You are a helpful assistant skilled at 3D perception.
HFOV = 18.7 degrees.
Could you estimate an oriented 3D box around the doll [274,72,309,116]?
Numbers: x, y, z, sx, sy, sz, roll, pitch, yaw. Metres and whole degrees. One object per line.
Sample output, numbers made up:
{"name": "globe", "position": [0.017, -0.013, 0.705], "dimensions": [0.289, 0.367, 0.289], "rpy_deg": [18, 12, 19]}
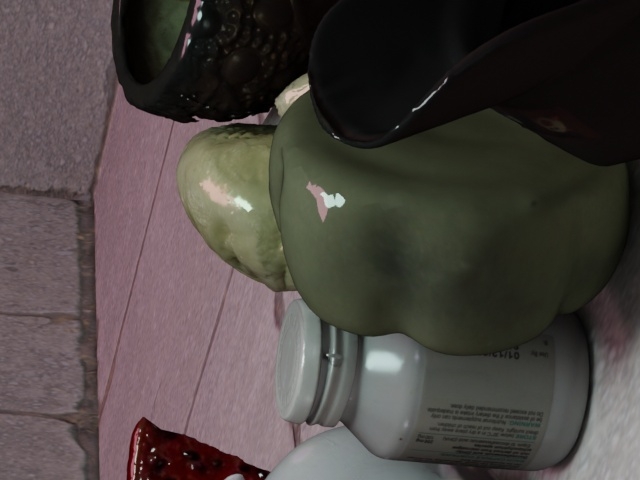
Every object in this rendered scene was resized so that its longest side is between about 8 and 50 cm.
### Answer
{"name": "doll", "position": [0.069, -0.140, 1.735], "dimensions": [0.175, 0.149, 0.278], "rpy_deg": [-52, 9, -18]}

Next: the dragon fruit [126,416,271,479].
{"name": "dragon fruit", "position": [-0.065, 0.338, 2.091], "dimensions": [0.330, 0.240, 0.302], "rpy_deg": [40, -139, -76]}

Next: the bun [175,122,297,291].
{"name": "bun", "position": [-0.021, -0.029, 1.883], "dimensions": [0.259, 0.259, 0.160], "rpy_deg": [-144, 60, -74]}

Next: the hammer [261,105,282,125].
{"name": "hammer", "position": [0.000, 0.000, 2.084], "dimensions": [0.206, 0.119, 0.336], "rpy_deg": [120, 146, -63]}

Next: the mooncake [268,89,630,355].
{"name": "mooncake", "position": [0.089, -0.028, 1.393], "dimensions": [0.275, 0.275, 0.135], "rpy_deg": [-107, 16, -58]}

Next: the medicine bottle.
{"name": "medicine bottle", "position": [0.080, 0.099, 1.450], "dimensions": [0.135, 0.215, 0.135], "rpy_deg": [-174, 90, -77]}

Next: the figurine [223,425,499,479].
{"name": "figurine", "position": [0.056, 0.263, 1.500], "dimensions": [0.253, 0.211, 0.361], "rpy_deg": [-51, 16, 0]}

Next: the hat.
{"name": "hat", "position": [0.169, -0.103, 1.139], "dimensions": [0.238, 0.336, 0.209], "rpy_deg": [32, 155, 57]}

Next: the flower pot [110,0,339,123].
{"name": "flower pot", "position": [-0.040, -0.236, 1.924], "dimensions": [0.266, 0.267, 0.267], "rpy_deg": [-29, 58, 60]}
